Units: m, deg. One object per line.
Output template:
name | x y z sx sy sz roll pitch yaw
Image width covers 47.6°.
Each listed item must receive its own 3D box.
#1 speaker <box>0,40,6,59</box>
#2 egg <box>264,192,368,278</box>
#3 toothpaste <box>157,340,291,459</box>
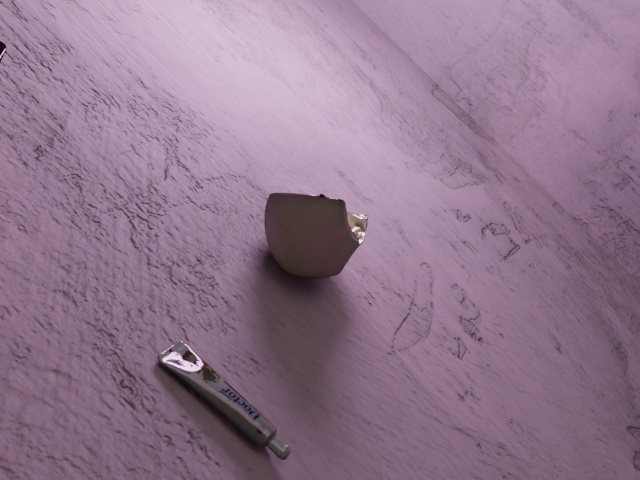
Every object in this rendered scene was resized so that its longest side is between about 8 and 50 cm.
speaker | -0.638 -0.236 1.083 0.232 0.184 0.254 26 33 -23
egg | -0.018 -0.002 1.481 0.206 0.162 0.271 9 -4 7
toothpaste | -0.147 0.253 1.141 0.255 0.037 0.067 40 31 7
